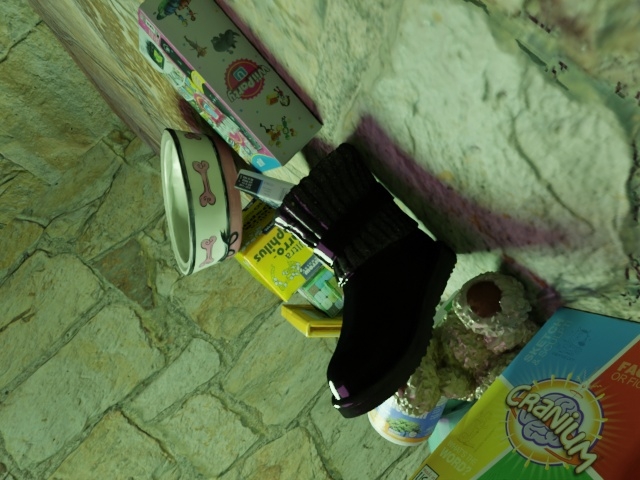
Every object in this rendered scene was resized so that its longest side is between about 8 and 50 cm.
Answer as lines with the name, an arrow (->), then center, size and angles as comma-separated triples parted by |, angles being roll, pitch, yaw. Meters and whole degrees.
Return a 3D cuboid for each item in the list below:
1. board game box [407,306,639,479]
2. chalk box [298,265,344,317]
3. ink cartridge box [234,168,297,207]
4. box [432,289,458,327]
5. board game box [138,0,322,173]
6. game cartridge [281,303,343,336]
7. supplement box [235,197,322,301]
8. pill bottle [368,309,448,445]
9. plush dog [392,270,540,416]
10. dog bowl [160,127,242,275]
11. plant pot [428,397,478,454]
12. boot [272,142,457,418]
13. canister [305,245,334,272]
board game box -> 0.250, 0.219, 0.616 | 0.064, 0.316, 0.242 | 47, 169, -12
chalk box -> 0.021, 0.138, 1.771 | 0.132, 0.132, 0.213 | 48, 169, -14
ink cartridge box -> -0.022, -0.060, 1.079 | 0.206, 0.045, 0.208 | 20, 177, 45
box -> 0.256, 0.163, 1.032 | 0.101, 0.087, 0.102 | 38, 168, 34
board game box -> -0.156, -0.255, 0.958 | 0.303, 0.097, 0.224 | 46, 170, -14
game cartridge -> 0.047, 0.247, 1.854 | 0.285, 0.052, 0.324 | 3, -175, -18
supplement box -> -0.156, 0.015, 1.783 | 0.195, 0.194, 0.356 | 49, 169, -23
pill bottle -> 0.205, 0.284, 1.225 | 0.152, 0.152, 0.272 | 37, 126, 36
plush dog -> 0.264, 0.192, 0.855 | 0.225, 0.262, 0.211 | 51, -153, 23
dog bowl -> -0.335, -0.112, 1.628 | 0.408, 0.150, 0.408 | 171, 90, -69
plant pot -> 0.370, 0.460, 1.368 | 0.255, 0.272, 0.272 | 61, 168, -7
boot -> 0.033, 0.041, 0.808 | 0.260, 0.348, 0.131 | 44, 133, -10
canister -> 0.000, 0.000, 1.447 | 0.170, 0.073, 0.126 | 47, 170, -24
